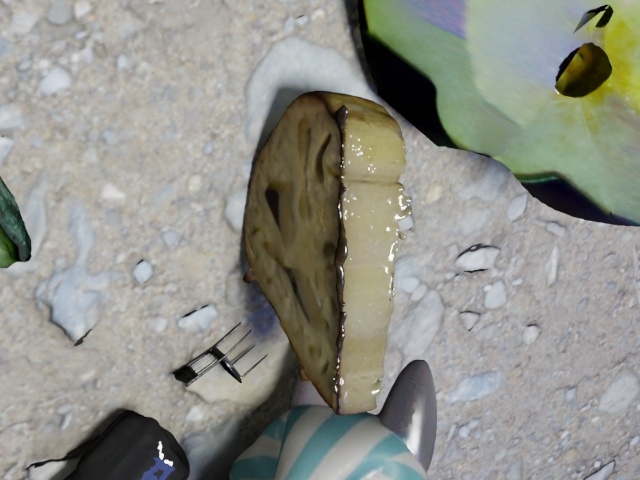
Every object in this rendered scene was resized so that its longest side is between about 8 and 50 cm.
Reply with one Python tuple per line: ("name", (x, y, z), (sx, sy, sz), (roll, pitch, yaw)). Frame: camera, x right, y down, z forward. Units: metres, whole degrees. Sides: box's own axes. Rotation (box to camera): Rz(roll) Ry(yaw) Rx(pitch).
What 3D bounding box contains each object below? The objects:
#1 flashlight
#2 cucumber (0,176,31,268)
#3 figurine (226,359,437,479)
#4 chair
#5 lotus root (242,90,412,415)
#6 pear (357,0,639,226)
("flashlight", (-0.282, 0.329, 0.952), (0.424, 0.103, 0.103), (-46, 130, -3))
("cucumber", (-0.281, -0.060, 0.747), (0.115, 0.086, 0.193), (-5, 132, 21))
("figurine", (-0.050, 0.260, 1.010), (0.361, 0.266, 0.378), (13, 79, -41))
("chair", (-0.095, 0.121, 0.995), (0.086, 0.037, 0.042), (-36, 118, -16))
("lotus root", (0.000, 0.000, 0.904), (0.074, 0.170, 0.261), (-5, 108, -38))
("pear", (0.246, -0.206, 0.873), (0.165, 0.399, 0.399), (-62, 141, -37))
